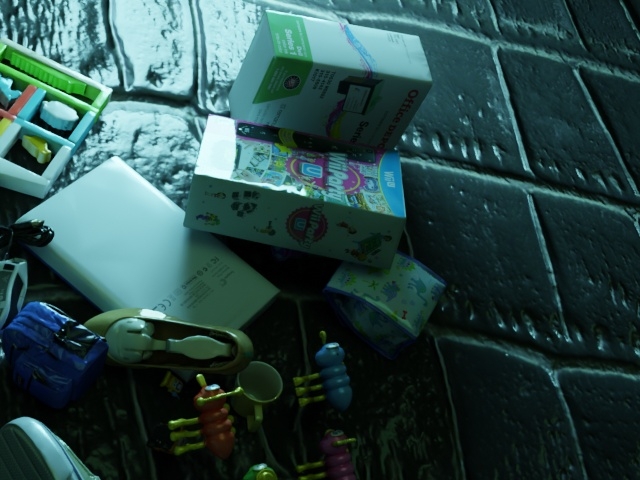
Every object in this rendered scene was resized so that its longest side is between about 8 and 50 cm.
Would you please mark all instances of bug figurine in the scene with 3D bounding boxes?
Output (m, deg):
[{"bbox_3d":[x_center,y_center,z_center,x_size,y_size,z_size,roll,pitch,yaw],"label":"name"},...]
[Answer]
[{"bbox_3d":[-0.041,0.243,1.388,0.279,0.072,0.216,-16,89,-37],"label":"bug figurine"}]

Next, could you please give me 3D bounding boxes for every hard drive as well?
[{"bbox_3d":[-0.240,0.033,1.553,0.318,0.040,0.210,39,46,9],"label":"hard drive"}]

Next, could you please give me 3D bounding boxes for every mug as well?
[{"bbox_3d":[-0.092,0.206,1.457,0.062,0.064,0.078,33,45,3],"label":"mug"}]

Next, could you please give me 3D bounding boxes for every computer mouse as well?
[{"bbox_3d":[-0.409,0.057,1.435,0.106,0.042,0.193,-6,52,21],"label":"computer mouse"}]

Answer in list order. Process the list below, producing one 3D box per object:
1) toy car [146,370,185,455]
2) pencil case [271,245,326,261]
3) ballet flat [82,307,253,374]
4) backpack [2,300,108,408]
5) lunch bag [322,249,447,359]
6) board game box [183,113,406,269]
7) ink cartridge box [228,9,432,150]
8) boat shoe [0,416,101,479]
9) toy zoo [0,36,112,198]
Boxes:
[{"bbox_3d":[-0.180,0.222,1.409,0.040,0.060,0.122,42,43,-34],"label":"toy car"},{"bbox_3d":[0.000,0.000,1.685,0.151,0.064,0.070,-1,41,-26],"label":"pencil case"},{"bbox_3d":[-0.201,0.127,1.416,0.232,0.073,0.080,3,85,2],"label":"ballet flat"},{"bbox_3d":[-0.337,0.138,1.373,0.120,0.098,0.101,35,49,5],"label":"backpack"},{"bbox_3d":[0.088,0.078,1.634,0.151,0.096,0.129,38,49,-5],"label":"lunch bag"},{"bbox_3d":[-0.035,-0.077,1.639,0.303,0.097,0.224,12,29,-6],"label":"board game box"},{"bbox_3d":[0.014,-0.245,1.810,0.278,0.201,0.117,5,50,-23],"label":"ink cartridge box"},{"bbox_3d":[-0.261,0.328,1.256,0.302,0.109,0.094,55,34,12],"label":"boat shoe"},{"bbox_3d":[-0.451,-0.173,1.638,0.192,0.030,0.293,26,44,-4],"label":"toy zoo"}]
